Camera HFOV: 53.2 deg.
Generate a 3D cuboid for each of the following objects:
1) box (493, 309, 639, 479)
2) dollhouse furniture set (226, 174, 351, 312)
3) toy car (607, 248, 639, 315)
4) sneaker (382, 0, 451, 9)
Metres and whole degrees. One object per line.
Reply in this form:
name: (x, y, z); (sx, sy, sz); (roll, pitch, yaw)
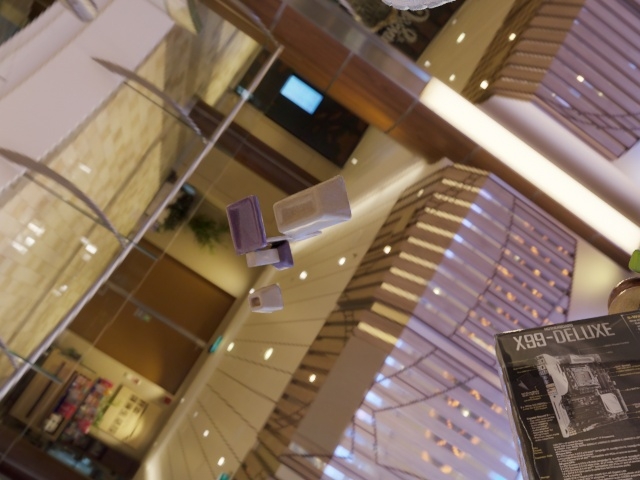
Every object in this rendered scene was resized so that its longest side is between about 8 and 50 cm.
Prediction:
box: (0.316, 0.152, 0.522); (0.307, 0.077, 0.242); (-12, -151, 10)
dollhouse furniture set: (0.000, 0.000, 0.496); (0.081, 0.091, 0.114); (-8, 173, -45)
toy car: (0.435, 0.106, 0.822); (0.188, 0.148, 0.155); (-6, 110, -55)
sneaker: (0.073, -0.345, 0.685); (0.111, 0.297, 0.129); (-39, 144, -15)
